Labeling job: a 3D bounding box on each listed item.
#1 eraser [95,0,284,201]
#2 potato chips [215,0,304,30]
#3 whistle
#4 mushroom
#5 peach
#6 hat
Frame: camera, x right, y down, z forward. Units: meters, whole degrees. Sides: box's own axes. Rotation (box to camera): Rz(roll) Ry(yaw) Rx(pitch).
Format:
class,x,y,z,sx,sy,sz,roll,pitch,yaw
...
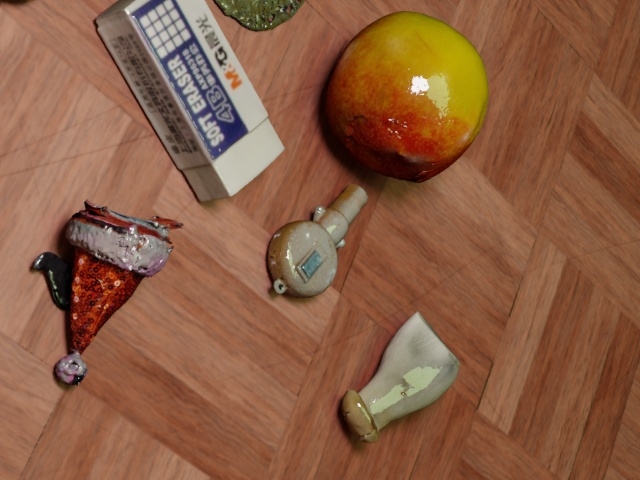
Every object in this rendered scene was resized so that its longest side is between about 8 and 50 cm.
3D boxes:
class,x,y,z,sx,sy,sz,roll,pitch,yaw
eraser,-0.163,-0.198,1.920,0.124,0.081,0.279,-45,114,-37
potato chips,-0.090,-0.401,2.053,0.202,0.029,0.220,-38,112,-36
whistle,0.000,0.000,2.067,0.220,0.057,0.107,-50,117,-38
mushroom,0.116,0.203,2.135,0.116,0.093,0.225,48,63,-10
peach,0.122,-0.199,2.095,0.231,0.231,0.231,7,80,-43
hat,-0.262,0.066,1.798,0.140,0.129,0.227,22,87,-65
